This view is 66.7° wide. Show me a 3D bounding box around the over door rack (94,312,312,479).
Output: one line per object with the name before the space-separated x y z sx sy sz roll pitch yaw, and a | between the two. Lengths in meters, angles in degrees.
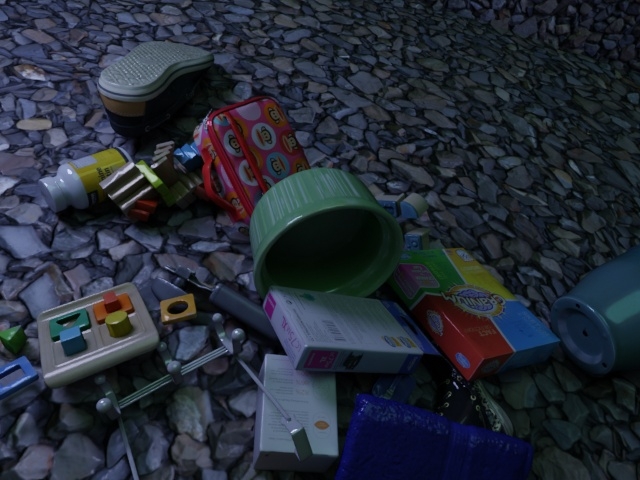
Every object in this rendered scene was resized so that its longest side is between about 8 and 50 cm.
over door rack | -0.195 0.250 0.741 0.239 0.108 0.324 -26 37 -22

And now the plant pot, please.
plant pot | 0.680 0.169 1.090 0.255 0.271 0.271 -17 56 -13

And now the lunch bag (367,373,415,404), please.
lunch bag | 0.137 0.287 0.931 0.067 0.065 0.098 35 49 13

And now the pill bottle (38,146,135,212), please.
pill bottle | -0.503 -0.130 1.063 0.103 0.103 0.184 43 52 20

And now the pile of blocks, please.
pile of blocks | -0.300 -0.142 1.108 0.362 0.149 0.112 -30 64 -36

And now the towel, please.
towel | 0.172 0.396 0.792 0.308 0.076 0.227 19 81 -5

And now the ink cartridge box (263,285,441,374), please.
ink cartridge box | 0.062 0.174 0.933 0.311 0.065 0.186 9 24 -30

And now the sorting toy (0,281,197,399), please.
sorting toy | -0.392 0.145 0.846 0.348 0.047 0.196 -20 36 -24

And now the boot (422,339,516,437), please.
boot | 0.232 0.316 0.926 0.178 0.085 0.236 -21 58 -28

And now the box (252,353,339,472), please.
box | -0.044 0.299 0.845 0.130 0.091 0.170 9 48 -11

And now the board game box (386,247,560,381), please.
board game box | 0.312 0.139 1.048 0.242 0.064 0.316 -3 38 -32

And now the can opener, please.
can opener | -0.202 0.136 0.967 0.283 0.076 0.095 29 80 8

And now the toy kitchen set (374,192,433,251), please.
toy kitchen set | 0.154 -0.022 1.205 0.207 0.166 0.122 6 29 38

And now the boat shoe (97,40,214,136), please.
boat shoe | -0.430 -0.425 1.317 0.187 0.156 0.500 14 36 1

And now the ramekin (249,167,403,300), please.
ramekin | 0.000 0.000 0.988 0.303 0.303 0.148 -3 43 -20

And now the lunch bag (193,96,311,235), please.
lunch bag | -0.157 -0.166 1.118 0.258 0.120 0.293 -32 100 -40
